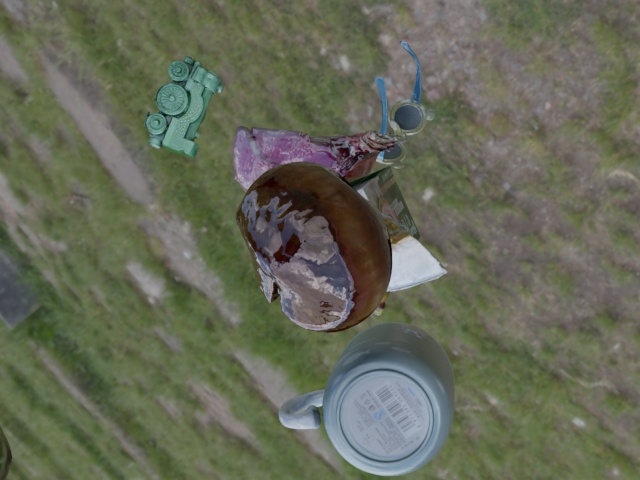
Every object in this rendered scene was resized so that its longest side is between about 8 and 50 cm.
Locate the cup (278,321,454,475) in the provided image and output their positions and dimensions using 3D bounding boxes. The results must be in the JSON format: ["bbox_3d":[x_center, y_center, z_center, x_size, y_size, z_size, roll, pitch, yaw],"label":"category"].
[{"bbox_3d":[0.087,0.318,1.602,0.274,0.357,0.259,-20,-81,-81],"label":"cup"}]

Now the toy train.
[{"bbox_3d":[-0.245,-0.241,1.467,0.105,0.178,0.071,21,174,2],"label":"toy train"}]

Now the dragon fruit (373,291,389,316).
[{"bbox_3d":[0.109,0.039,1.449,0.133,0.207,0.150,9,148,1],"label":"dragon fruit"}]

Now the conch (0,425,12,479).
[{"bbox_3d":[-0.369,0.155,0.700,0.181,0.187,0.124,0,159,24],"label":"conch"}]

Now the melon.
[{"bbox_3d":[0.059,0.008,1.079,0.202,0.139,0.093,39,170,36],"label":"melon"}]

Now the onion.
[{"bbox_3d":[-0.005,-0.126,1.530,0.349,0.267,0.159,9,97,51],"label":"onion"}]

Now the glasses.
[{"bbox_3d":[0.140,-0.281,1.632,0.088,0.189,0.220,13,144,31],"label":"glasses"}]

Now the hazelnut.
[{"bbox_3d":[0.000,0.000,0.943,0.204,0.178,0.178,49,158,15],"label":"hazelnut"}]

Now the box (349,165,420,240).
[{"bbox_3d":[0.082,-0.027,1.269,0.081,0.199,0.135,-22,98,23],"label":"box"}]
